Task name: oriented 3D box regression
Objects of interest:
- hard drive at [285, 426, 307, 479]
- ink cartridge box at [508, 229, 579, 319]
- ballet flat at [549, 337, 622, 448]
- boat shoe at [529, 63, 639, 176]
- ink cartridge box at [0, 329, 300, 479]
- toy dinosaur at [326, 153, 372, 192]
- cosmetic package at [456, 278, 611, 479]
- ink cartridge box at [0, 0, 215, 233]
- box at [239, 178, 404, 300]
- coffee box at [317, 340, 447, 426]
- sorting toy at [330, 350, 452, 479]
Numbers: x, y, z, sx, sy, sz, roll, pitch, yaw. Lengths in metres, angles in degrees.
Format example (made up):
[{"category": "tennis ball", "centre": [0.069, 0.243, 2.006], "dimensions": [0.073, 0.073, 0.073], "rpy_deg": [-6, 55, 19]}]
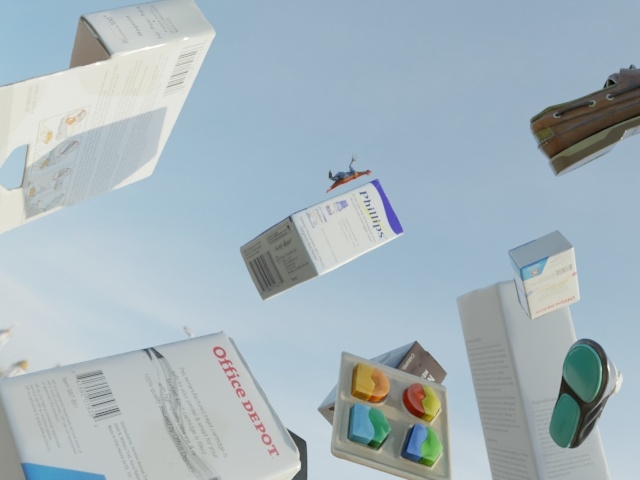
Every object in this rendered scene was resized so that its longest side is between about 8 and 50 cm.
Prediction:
[{"category": "hard drive", "centre": [-0.090, 0.380, 0.914], "dimensions": [0.054, 0.255, 0.172], "rpy_deg": [-31, -60, 28]}, {"category": "ink cartridge box", "centre": [0.359, 0.057, 0.982], "dimensions": [0.052, 0.088, 0.123], "rpy_deg": [-110, 176, -54]}, {"category": "ballet flat", "centre": [0.355, 0.197, 0.812], "dimensions": [0.074, 0.074, 0.203], "rpy_deg": [23, -46, 29]}, {"category": "boat shoe", "centre": [0.464, -0.211, 0.905], "dimensions": [0.105, 0.307, 0.111], "rpy_deg": [64, 0, 11]}, {"category": "ink cartridge box", "centre": [-0.213, 0.259, 0.752], "dimensions": [0.223, 0.307, 0.129], "rpy_deg": [53, -51, 29]}, {"category": "toy dinosaur", "centre": [0.059, -0.122, 1.206], "dimensions": [0.082, 0.090, 0.047], "rpy_deg": [6, -20, 10]}, {"category": "cosmetic package", "centre": [0.451, 0.320, 1.340], "dimensions": [0.230, 0.161, 0.454], "rpy_deg": [127, -45, -73]}, {"category": "ink cartridge box", "centre": [-0.258, -0.123, 0.652], "dimensions": [0.060, 0.238, 0.275], "rpy_deg": [54, -40, 7]}, {"category": "box", "centre": [0.000, 0.000, 0.699], "dimensions": [0.126, 0.137, 0.072], "rpy_deg": [-28, -93, 53]}, {"category": "coffee box", "centre": [0.122, 0.312, 1.259], "dimensions": [0.098, 0.141, 0.246], "rpy_deg": [48, -38, -4]}, {"category": "sorting toy", "centre": [0.116, 0.268, 0.942], "dimensions": [0.192, 0.208, 0.038], "rpy_deg": [20, -55, -8]}]
